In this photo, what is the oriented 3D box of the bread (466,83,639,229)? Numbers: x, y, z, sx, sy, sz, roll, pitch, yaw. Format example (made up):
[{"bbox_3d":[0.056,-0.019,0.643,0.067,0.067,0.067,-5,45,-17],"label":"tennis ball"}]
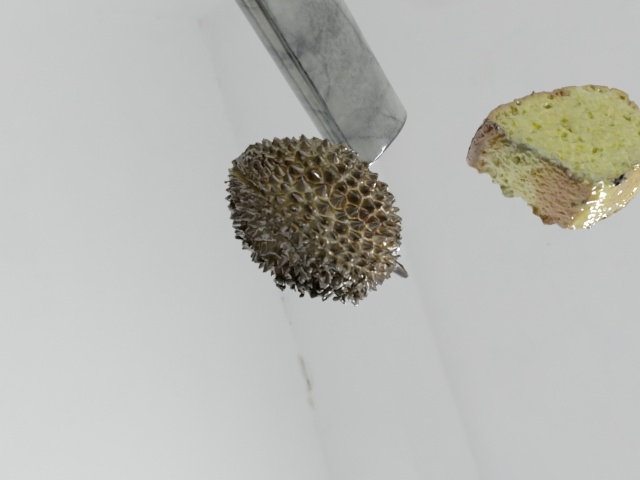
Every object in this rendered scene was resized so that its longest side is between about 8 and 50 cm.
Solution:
[{"bbox_3d":[0.190,-0.066,0.598,0.103,0.187,0.065,47,-49,20],"label":"bread"}]

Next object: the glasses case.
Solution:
[{"bbox_3d":[-0.012,-0.215,0.804,0.060,0.114,0.299,-2,-47,45],"label":"glasses case"}]

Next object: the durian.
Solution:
[{"bbox_3d":[-0.002,0.002,0.499,0.110,0.140,0.071,-40,-157,44],"label":"durian"}]
